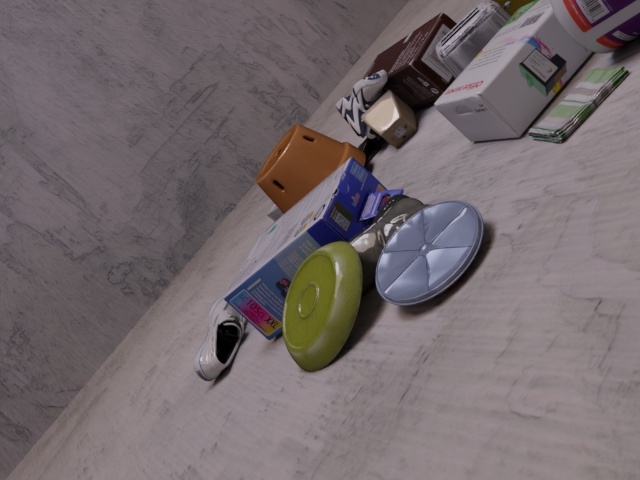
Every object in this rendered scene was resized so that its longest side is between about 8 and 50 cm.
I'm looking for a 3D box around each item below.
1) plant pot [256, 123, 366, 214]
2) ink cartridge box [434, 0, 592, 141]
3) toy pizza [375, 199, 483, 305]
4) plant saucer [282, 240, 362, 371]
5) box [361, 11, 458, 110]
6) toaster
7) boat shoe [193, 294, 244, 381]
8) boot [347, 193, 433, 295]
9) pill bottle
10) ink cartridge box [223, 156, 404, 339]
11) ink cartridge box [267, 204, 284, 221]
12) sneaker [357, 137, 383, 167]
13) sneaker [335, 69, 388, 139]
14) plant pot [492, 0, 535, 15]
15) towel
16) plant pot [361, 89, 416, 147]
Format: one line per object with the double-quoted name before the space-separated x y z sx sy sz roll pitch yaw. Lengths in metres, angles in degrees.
"plant pot" -0.041 -0.186 1.925 0.291 0.203 0.291 -49 16 19
"ink cartridge box" 0.375 -0.325 1.307 0.278 0.117 0.201 -49 14 -5
"toy pizza" 0.172 0.022 1.084 0.201 0.032 0.201 -34 31 24
"plant saucer" -0.009 0.111 1.233 0.241 0.037 0.241 -41 39 45
"box" 0.252 -0.476 1.962 0.191 0.143 0.381 -59 15 -15
"toaster" 0.365 -0.435 1.580 0.227 0.146 0.129 -42 14 24
"boat shoe" -0.229 0.219 1.681 0.088 0.096 0.267 -34 20 31
"boot" 0.121 0.021 1.218 0.246 0.083 0.161 -53 24 -4
"pill bottle" 0.520 -0.434 1.042 0.323 0.181 0.181 -29 23 52
"ink cartridge box" 0.000 0.000 1.469 0.395 0.151 0.270 -40 15 34
"ink cartridge box" -0.039 -0.189 2.302 0.275 0.060 0.239 -28 25 53
"sneaker" 0.156 -0.286 2.006 0.170 0.051 0.089 -52 14 1
"sneaker" 0.142 -0.358 1.903 0.094 0.153 0.235 -31 0 -34
"plant pot" 0.464 -0.658 1.641 0.187 0.212 0.212 -49 24 25
"towel" 0.410 -0.222 1.117 0.152 0.023 0.113 -47 15 3
"plant pot" 0.192 -0.311 1.836 0.109 0.109 0.096 -42 42 20
